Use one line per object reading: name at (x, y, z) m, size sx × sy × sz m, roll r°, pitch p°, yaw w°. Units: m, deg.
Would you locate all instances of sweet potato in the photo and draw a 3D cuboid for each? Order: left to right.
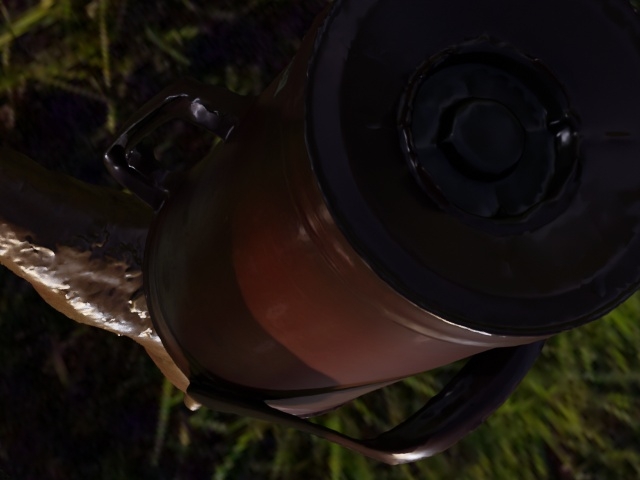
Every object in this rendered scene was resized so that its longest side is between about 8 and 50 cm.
sweet potato at (-0.120, 0.020, 1.082) m, size 0.106 × 0.095 × 0.354 m, roll -29°, pitch 145°, yaw 9°

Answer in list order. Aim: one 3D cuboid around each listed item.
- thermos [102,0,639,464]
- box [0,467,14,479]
thermos at (0.001, -0.003, 0.470) m, size 0.124 × 0.232 × 0.099 m, roll 35°, pitch 70°, yaw -10°
box at (-0.160, 0.217, 0.288) m, size 0.111 × 0.396 × 0.396 m, roll 26°, pitch 85°, yaw -22°
